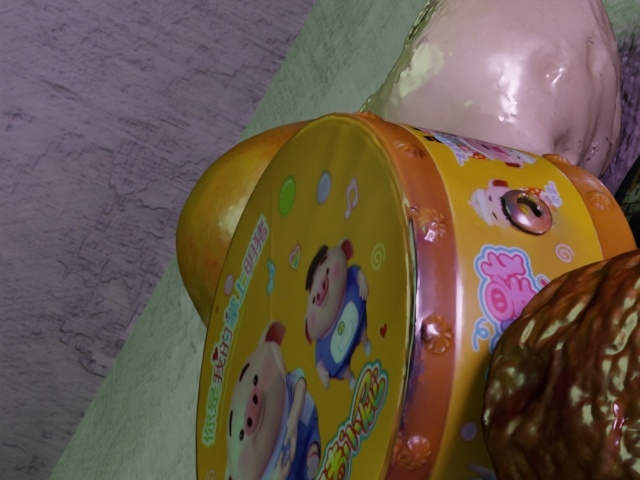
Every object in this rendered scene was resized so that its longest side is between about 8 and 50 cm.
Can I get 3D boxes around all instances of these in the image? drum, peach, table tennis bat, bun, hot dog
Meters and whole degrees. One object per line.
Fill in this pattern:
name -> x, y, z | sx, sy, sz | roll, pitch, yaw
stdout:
drum -> 0.071, 0.113, 1.571 | 0.431, 0.214, 0.431 | -40, 44, 55
peach -> 0.000, 0.000, 2.159 | 0.332, 0.308, 0.308 | -25, 38, 44
table tennis bat -> 0.262, 0.001, 1.680 | 0.236, 0.027, 0.150 | -62, 6, -5
bun -> 0.165, -0.120, 1.875 | 0.326, 0.234, 0.362 | -62, 0, -19
hot dog -> 0.268, 0.089, 1.222 | 0.387, 0.174, 0.267 | -20, 47, 58
